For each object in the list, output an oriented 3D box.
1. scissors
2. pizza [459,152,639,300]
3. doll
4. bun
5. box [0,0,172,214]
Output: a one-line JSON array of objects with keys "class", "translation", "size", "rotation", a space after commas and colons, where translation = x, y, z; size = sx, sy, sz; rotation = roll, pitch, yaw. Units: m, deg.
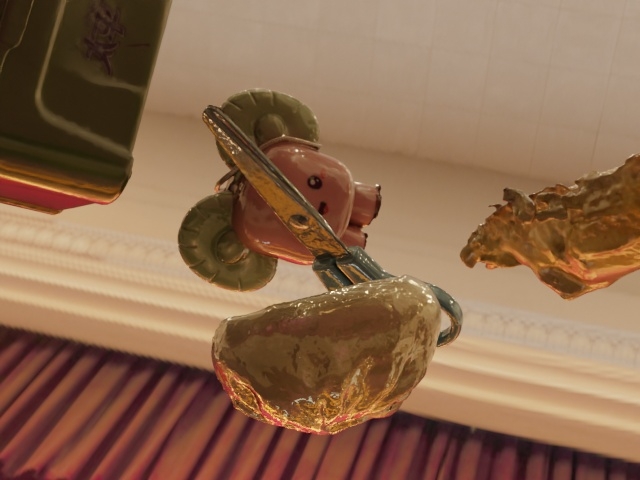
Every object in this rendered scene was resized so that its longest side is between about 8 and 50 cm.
[{"class": "scissors", "translation": [0.000, 0.000, 1.255], "size": [0.193, 0.029, 0.447], "rotation": [-15, -49, 34]}, {"class": "pizza", "translation": [0.212, -0.019, 0.559], "size": [0.288, 0.280, 0.075], "rotation": [-19, -97, 35]}, {"class": "doll", "translation": [-0.061, -0.056, 1.502], "size": [0.268, 0.216, 0.284], "rotation": [21, -94, -27]}, {"class": "bun", "translation": [0.010, 0.115, 1.008], "size": [0.231, 0.231, 0.133], "rotation": [-18, -96, 23]}, {"class": "box", "translation": [-0.258, -0.181, 0.989], "size": [0.178, 0.328, 0.253], "rotation": [21, -13, -32]}]
